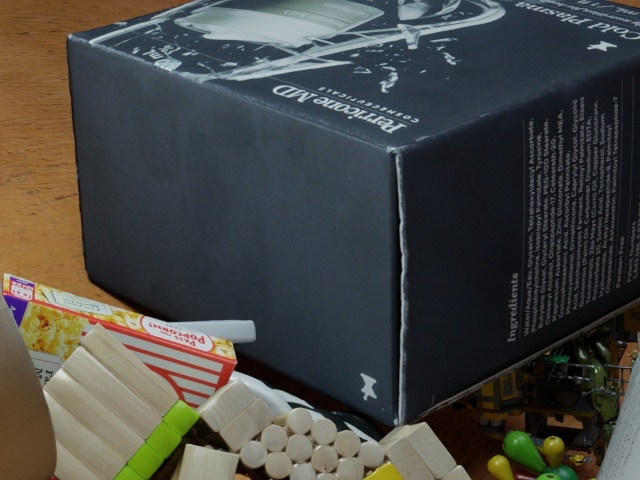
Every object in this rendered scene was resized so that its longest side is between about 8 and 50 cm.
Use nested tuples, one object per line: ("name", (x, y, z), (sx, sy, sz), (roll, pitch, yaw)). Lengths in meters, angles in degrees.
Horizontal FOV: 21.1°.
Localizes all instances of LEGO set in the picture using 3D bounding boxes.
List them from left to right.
("LEGO set", (0.309, 0.177, 1.768), (0.331, 0.192, 0.255), (1, 22, 14))

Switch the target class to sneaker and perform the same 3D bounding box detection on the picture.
("sneaker", (-0.023, 0.177, 1.574), (0.217, 0.079, 0.121), (30, 12, 0))

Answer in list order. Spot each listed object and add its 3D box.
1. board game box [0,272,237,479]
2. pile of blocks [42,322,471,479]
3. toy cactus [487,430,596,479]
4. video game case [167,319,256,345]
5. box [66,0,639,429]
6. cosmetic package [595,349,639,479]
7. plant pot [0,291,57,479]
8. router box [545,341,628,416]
("board game box", (-0.183, 0.124, 1.373), (0.194, 0.146, 0.045), (17, 18, -16))
("pile of blocks", (-0.060, 0.180, 1.318), (0.362, 0.149, 0.112), (17, -13, -9))
("toy cactus", (0.250, 0.271, 1.619), (0.180, 0.112, 0.219), (34, 0, -44))
("video game case", (-0.189, 0.093, 1.517), (0.183, 0.023, 0.201), (-12, -9, 36))
("box", (0.072, -0.085, 1.783), (0.472, 0.297, 0.480), (-24, 33, -38))
("cosmetic package", (0.373, 0.205, 1.210), (0.327, 0.329, 0.393), (24, -24, 4))
("plant pot", (-0.332, 0.086, 1.153), (0.191, 0.284, 0.284), (-30, 43, -26))
("router box", (0.308, 0.158, 2.056), (0.038, 0.092, 0.122), (32, 17, 32))
